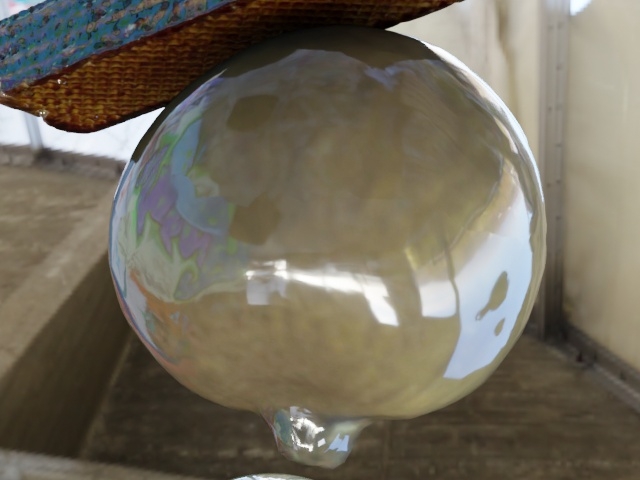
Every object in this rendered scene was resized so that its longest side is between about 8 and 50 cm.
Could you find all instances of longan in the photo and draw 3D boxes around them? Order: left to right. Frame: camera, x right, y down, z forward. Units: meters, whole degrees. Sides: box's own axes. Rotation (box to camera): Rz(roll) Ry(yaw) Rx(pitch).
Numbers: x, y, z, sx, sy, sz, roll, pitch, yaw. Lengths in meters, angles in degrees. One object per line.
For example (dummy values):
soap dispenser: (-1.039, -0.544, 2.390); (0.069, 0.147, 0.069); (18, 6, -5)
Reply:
longan: (0.000, 0.000, 0.767); (0.300, 0.300, 0.243); (22, -175, 38)

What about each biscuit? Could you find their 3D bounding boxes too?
biscuit: (-0.076, -0.166, 0.832); (0.388, 0.073, 0.107); (-15, 160, 31)

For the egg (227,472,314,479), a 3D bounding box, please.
egg: (-0.054, 0.403, 1.318); (0.278, 0.278, 0.336); (-37, -178, -41)
